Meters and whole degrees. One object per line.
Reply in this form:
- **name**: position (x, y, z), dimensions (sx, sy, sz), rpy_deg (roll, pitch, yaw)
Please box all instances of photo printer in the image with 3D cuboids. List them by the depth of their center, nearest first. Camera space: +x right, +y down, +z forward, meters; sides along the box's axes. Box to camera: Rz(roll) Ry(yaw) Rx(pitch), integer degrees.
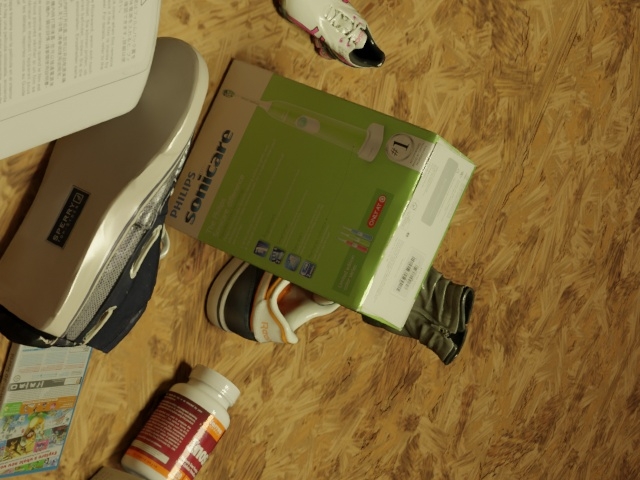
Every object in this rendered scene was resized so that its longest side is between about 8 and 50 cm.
- **photo printer**: position (-0.260, -0.209, 1.328), dimensions (0.307, 0.107, 0.256), rpy_deg (-29, 133, -47)

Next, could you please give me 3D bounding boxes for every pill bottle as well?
- **pill bottle**: position (-0.164, 0.227, 1.795), dimensions (0.152, 0.086, 0.086), rpy_deg (-56, 148, -18)

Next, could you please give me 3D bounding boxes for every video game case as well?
- **video game case**: position (-0.304, 0.173, 1.609), dimensions (0.119, 0.015, 0.166), rpy_deg (2, 108, -59)

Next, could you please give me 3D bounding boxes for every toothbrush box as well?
- **toothbrush box**: position (-0.005, -0.053, 1.662), dimensions (0.122, 0.283, 0.206), rpy_deg (28, 86, -61)

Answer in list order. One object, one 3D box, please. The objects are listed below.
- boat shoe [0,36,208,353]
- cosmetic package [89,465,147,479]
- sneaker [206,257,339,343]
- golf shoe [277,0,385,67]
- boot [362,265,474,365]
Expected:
- **boat shoe**: position (-0.203, -0.039, 1.540), dimensions (0.340, 0.127, 0.158), rpy_deg (-57, 156, -1)
- **cosmetic package**: position (-0.228, 0.391, 1.763), dimensions (0.117, 0.085, 0.231), rpy_deg (-41, 126, -36)
- **sneaker**: position (0.000, 0.000, 1.866), dimensions (0.321, 0.127, 0.126), rpy_deg (-56, 147, -21)
- **golf shoe**: position (0.017, -0.260, 1.755), dimensions (0.067, 0.086, 0.186), rpy_deg (-62, 148, -5)
- **boot**: position (0.148, 0.044, 2.089), dimensions (0.083, 0.161, 0.246), rpy_deg (-34, 137, -44)
